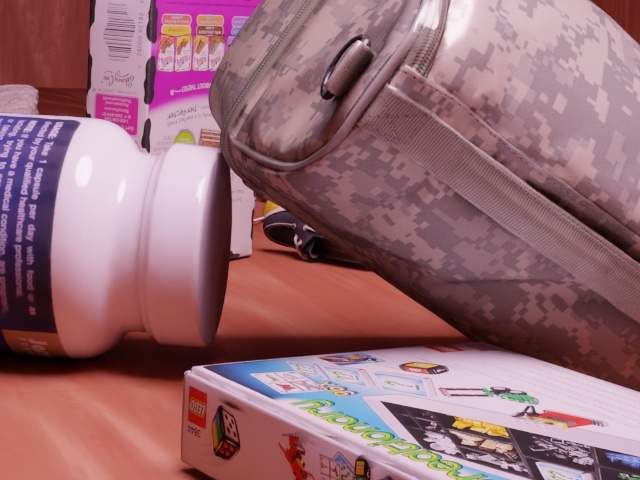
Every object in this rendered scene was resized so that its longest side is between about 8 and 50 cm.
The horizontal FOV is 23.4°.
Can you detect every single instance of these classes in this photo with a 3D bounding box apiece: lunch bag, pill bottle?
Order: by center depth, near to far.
[{"bbox_3d":[0.107,-0.044,0.910,0.305,0.212,0.256,35,13,-21],"label":"lunch bag"},{"bbox_3d":[-0.194,-0.005,0.968,0.264,0.153,0.153,4,9,7],"label":"pill bottle"}]

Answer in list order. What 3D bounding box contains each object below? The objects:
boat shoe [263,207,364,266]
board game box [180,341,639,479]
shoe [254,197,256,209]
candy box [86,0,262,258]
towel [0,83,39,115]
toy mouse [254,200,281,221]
[{"bbox_3d":[0.000,0.000,1.356,0.125,0.038,0.046,8,-32,27],"label":"boat shoe"},{"bbox_3d":[0.094,0.105,0.687,0.193,0.053,0.305,-2,10,-34],"label":"board game box"},{"bbox_3d":[-0.138,-0.065,1.575,0.178,0.081,0.063,-5,12,-41],"label":"shoe"},{"bbox_3d":[-0.123,-0.096,1.301,0.071,0.233,0.159,9,10,32],"label":"candy box"},{"bbox_3d":[-0.380,-0.094,1.542,0.187,0.049,0.282,-2,27,-6],"label":"towel"},{"bbox_3d":[0.016,-0.031,1.571,0.143,0.031,0.161,7,10,24],"label":"toy mouse"}]
